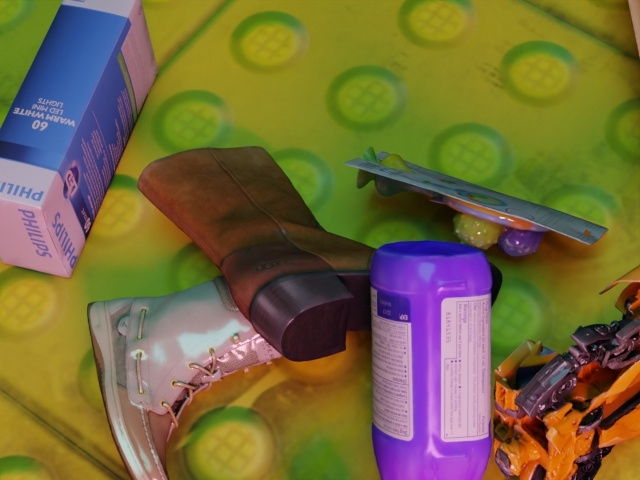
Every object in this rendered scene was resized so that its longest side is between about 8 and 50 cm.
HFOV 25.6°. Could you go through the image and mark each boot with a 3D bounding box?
[{"bbox_3d":[0.000,0.000,1.328,0.264,0.096,0.280,-13,38,-28],"label":"boot"},{"bbox_3d":[-0.112,0.125,1.263,0.165,0.077,0.213,-15,54,-7],"label":"boot"}]

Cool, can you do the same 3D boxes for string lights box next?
[{"bbox_3d":[-0.243,-0.110,1.377,0.076,0.133,0.260,13,61,10],"label":"string lights box"}]

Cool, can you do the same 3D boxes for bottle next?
[{"bbox_3d":[0.091,0.144,1.157,0.092,0.118,0.283,-2,95,-13],"label":"bottle"}]

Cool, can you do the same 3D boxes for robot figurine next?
[{"bbox_3d":[0.252,0.106,1.190,0.291,0.211,0.085,-30,51,-22],"label":"robot figurine"}]

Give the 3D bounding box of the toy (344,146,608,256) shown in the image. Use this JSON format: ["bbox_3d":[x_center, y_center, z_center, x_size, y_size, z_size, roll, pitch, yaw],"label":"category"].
[{"bbox_3d":[0.144,-0.024,1.331,0.237,0.137,0.056,23,104,14],"label":"toy"}]

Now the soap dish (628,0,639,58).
[{"bbox_3d":[0.421,-0.203,1.401,0.228,0.118,0.291,-4,59,1],"label":"soap dish"}]
